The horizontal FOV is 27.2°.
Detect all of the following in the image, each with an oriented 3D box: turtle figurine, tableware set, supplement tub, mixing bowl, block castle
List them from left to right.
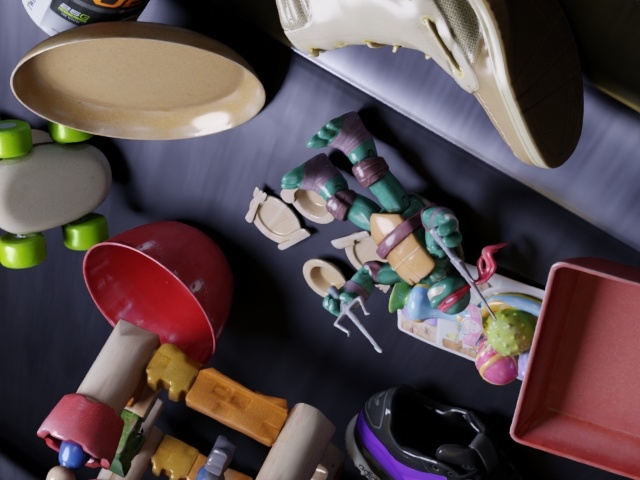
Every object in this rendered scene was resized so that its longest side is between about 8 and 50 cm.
[{"bbox_3d":[-0.187,-0.262,1.163,0.117,0.117,0.190,44,145,-4],"label":"supplement tub"},{"bbox_3d":[-0.164,0.046,1.480,0.181,0.098,0.181,25,142,22],"label":"mixing bowl"},{"bbox_3d":[-0.159,0.305,1.552,0.303,0.213,0.453,26,155,5],"label":"block castle"},{"bbox_3d":[0.000,0.000,1.352,0.168,0.020,0.141,46,144,-6],"label":"tableware set"},{"bbox_3d":[0.067,0.003,1.211,0.234,0.118,0.175,52,125,12],"label":"turtle figurine"}]

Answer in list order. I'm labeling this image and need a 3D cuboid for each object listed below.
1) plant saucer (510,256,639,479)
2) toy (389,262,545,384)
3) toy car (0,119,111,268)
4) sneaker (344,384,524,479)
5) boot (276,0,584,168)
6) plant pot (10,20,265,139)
[{"bbox_3d":[0.310,0.122,1.143,0.258,0.047,0.259,16,140,12],"label":"plant saucer"},{"bbox_3d":[0.171,0.097,1.268,0.237,0.056,0.137,23,142,22],"label":"toy"},{"bbox_3d":[-0.337,-0.077,1.488,0.188,0.149,0.155,24,124,50],"label":"toy car"},{"bbox_3d":[0.162,0.258,1.405,0.293,0.102,0.146,35,143,8],"label":"sneaker"},{"bbox_3d":[0.078,-0.164,1.044,0.203,0.095,0.262,-9,120,46],"label":"boot"},{"bbox_3d":[-0.169,-0.151,1.239,0.236,0.032,0.236,0,162,0],"label":"plant pot"}]
